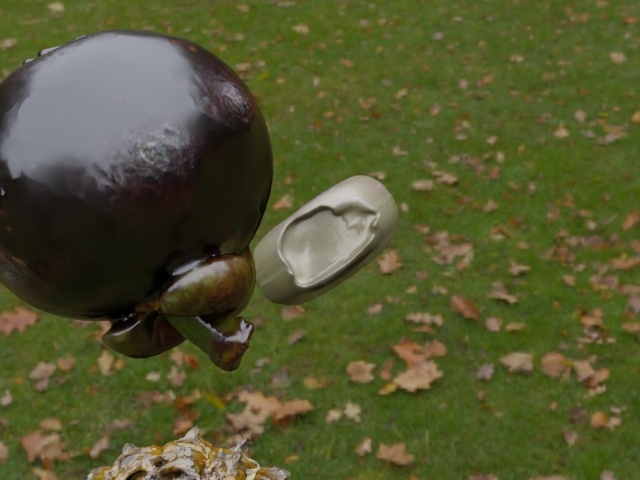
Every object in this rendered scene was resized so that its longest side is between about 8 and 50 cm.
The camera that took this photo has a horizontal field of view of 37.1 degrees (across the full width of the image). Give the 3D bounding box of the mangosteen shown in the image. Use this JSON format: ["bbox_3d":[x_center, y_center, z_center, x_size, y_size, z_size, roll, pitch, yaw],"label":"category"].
[{"bbox_3d":[-0.130,-0.020,0.689,0.228,0.265,0.228,-31,-3,-2],"label":"mangosteen"}]

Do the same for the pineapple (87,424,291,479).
[{"bbox_3d":[-0.146,0.404,1.131,0.352,0.300,0.352,-6,63,12],"label":"pineapple"}]

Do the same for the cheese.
[{"bbox_3d":[0.000,0.000,1.024,0.163,0.082,0.286,-34,2,-4],"label":"cheese"}]
